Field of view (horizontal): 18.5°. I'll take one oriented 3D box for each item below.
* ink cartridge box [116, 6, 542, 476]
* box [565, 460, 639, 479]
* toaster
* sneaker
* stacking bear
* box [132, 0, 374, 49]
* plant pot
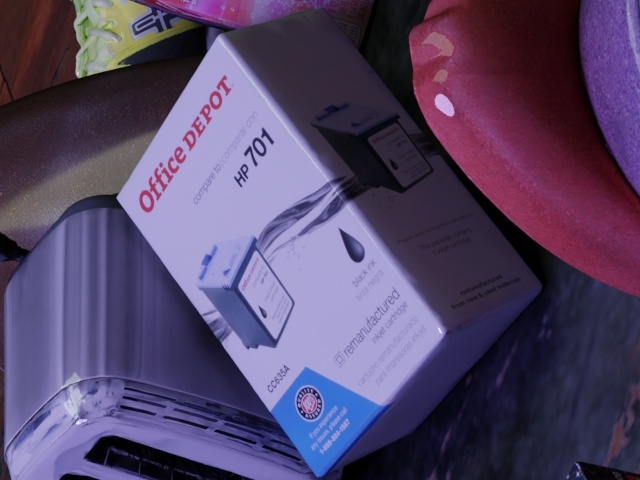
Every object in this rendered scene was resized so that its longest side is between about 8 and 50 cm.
[{"bbox_3d":[0.000,0.000,0.997,0.190,0.082,0.139,52,135,16],"label":"ink cartridge box"},{"bbox_3d":[0.096,0.229,0.789,0.233,0.044,0.159,-65,24,24],"label":"box"},{"bbox_3d":[-0.084,0.076,1.074,0.129,0.227,0.146,-44,36,37],"label":"toaster"},{"bbox_3d":[-0.141,-0.181,1.478,0.145,0.147,0.384,-28,52,59],"label":"sneaker"},{"bbox_3d":[0.197,-0.089,0.608,0.289,0.164,0.175,-24,21,50],"label":"stacking bear"},{"bbox_3d":[-0.022,-0.279,1.261,0.154,0.142,0.300,27,101,67],"label":"box"},{"bbox_3d":[-0.082,-0.027,1.202,0.230,0.215,0.215,-25,52,44],"label":"plant pot"}]
